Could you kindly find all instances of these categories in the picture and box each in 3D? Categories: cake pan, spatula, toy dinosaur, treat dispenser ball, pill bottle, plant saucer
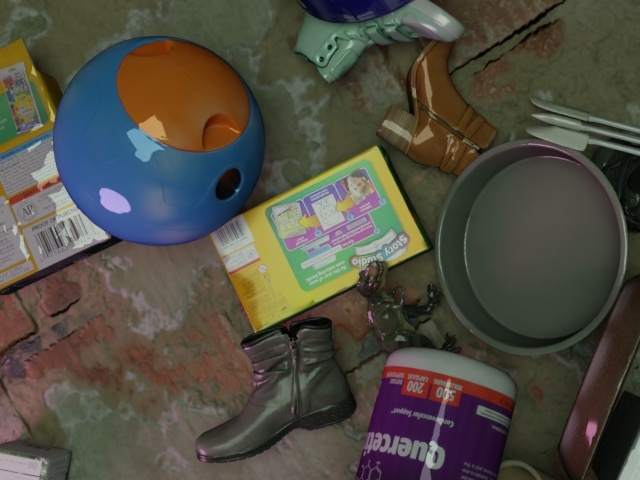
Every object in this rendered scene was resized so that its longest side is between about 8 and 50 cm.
[{"bbox_3d":[0.291,0.009,1.804,0.293,0.054,0.293,-1,88,38],"label":"cake pan"},{"bbox_3d":[0.399,-0.140,1.806,0.242,0.168,0.019,16,110,4],"label":"spatula"},{"bbox_3d":[0.127,0.131,1.869,0.118,0.064,0.268,-22,111,-16],"label":"toy dinosaur"},{"bbox_3d":[-0.220,-0.135,1.823,0.288,0.288,0.288,0,88,8],"label":"treat dispenser ball"},{"bbox_3d":[0.139,0.313,1.749,0.182,0.181,0.322,13,76,8],"label":"pill bottle"},{"bbox_3d":[0.373,0.170,1.720,0.050,0.310,0.310,22,91,14],"label":"plant saucer"}]

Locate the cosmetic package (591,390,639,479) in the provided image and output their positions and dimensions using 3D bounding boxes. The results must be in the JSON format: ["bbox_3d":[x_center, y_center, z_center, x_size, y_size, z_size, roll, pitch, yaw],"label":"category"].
[{"bbox_3d":[0.432,0.283,1.741,0.107,0.238,0.127,24,91,8],"label":"cosmetic package"}]

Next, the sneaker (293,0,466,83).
[{"bbox_3d":[0.077,-0.275,1.856,0.256,0.094,0.151,21,88,36],"label":"sneaker"}]

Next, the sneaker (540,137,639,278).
[{"bbox_3d":[0.392,-0.025,1.811,0.087,0.130,0.227,32,91,-35],"label":"sneaker"}]

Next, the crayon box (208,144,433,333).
[{"bbox_3d":[0.000,0.000,1.891,0.279,0.081,0.165,-26,85,6],"label":"crayon box"}]

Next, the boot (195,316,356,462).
[{"bbox_3d":[-0.081,0.203,1.870,0.247,0.083,0.161,-21,109,-1],"label":"boot"}]

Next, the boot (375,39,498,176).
[{"bbox_3d":[0.186,-0.193,1.885,0.152,0.073,0.197,28,90,0],"label":"boot"}]

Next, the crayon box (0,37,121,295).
[{"bbox_3d":[-0.447,-0.106,1.956,0.203,0.083,0.322,-25,86,6],"label":"crayon box"}]

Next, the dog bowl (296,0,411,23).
[{"bbox_3d":[0.055,-0.429,1.823,0.265,0.104,0.264,-15,52,21],"label":"dog bowl"}]

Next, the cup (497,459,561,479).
[{"bbox_3d":[0.315,0.478,1.738,0.237,0.331,0.331,19,91,-15],"label":"cup"}]

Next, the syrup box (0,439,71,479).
[{"bbox_3d":[-0.438,0.418,1.929,0.093,0.096,0.236,9,90,10],"label":"syrup box"}]
